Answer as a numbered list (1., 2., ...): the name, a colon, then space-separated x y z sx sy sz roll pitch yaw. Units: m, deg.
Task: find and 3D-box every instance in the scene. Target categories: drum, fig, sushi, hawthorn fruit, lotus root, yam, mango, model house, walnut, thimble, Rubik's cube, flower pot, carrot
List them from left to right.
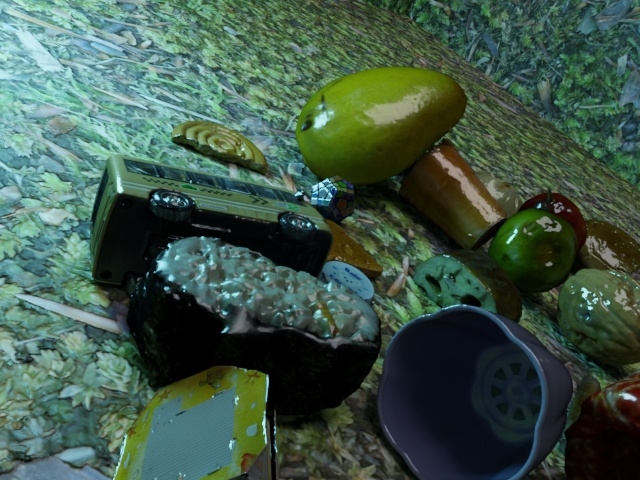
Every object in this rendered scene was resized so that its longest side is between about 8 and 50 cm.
1. model house: -0.115 0.260 0.805 0.135 0.208 0.219 57 9 -25
2. sushi: -0.088 0.128 0.974 0.350 0.170 0.210 18 27 -20
3. drum: 0.002 0.099 1.226 0.130 0.049 0.253 42 31 22
4. Rubik's cube: 0.027 -0.086 1.504 0.111 0.111 0.093 49 6 32
5. mango: 0.153 -0.290 1.677 0.445 0.220 0.301 -21 52 -9
6. carrot: 0.345 -0.104 1.738 0.254 0.196 0.196 46 32 20
7. lotus root: 0.316 0.108 1.431 0.119 0.138 0.235 -18 59 -42
8. flower pot: 0.252 0.234 1.058 0.265 0.265 0.243 47 20 30
9. fig: 0.493 0.027 1.690 0.206 0.206 0.275 26 -5 -7
10. hawthorn fruit: 0.604 -0.044 1.820 0.190 0.251 0.189 -4 51 5
11. yam: 0.495 0.325 1.312 0.046 0.046 0.264 37 31 14
12. walnut: 0.639 0.167 1.552 0.198 0.198 0.245 6 36 -36
13. thimble: 0.539 0.351 0.998 0.231 0.350 0.350 -13 47 -29

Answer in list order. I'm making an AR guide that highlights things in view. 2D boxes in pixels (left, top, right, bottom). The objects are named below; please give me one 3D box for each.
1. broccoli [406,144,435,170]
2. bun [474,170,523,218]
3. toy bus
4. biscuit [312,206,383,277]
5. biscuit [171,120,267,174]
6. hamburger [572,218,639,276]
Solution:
1. broccoli: 0.262 -0.306 1.904 0.269 0.269 0.254 0 52 -43
2. bun: 0.477 -0.126 1.945 0.223 0.127 0.222 20 29 -11
3. toy bus: -0.175 -0.015 1.123 0.366 0.176 0.201 11 28 -29
4. biscuit: 0.000 0.000 1.398 0.280 0.043 0.183 31 31 -6
5. biscuit: -0.221 -0.223 1.568 0.224 0.033 0.144 21 30 -17
6. hamburger: 0.802 0.032 1.980 0.211 0.132 0.309 42 32 17
